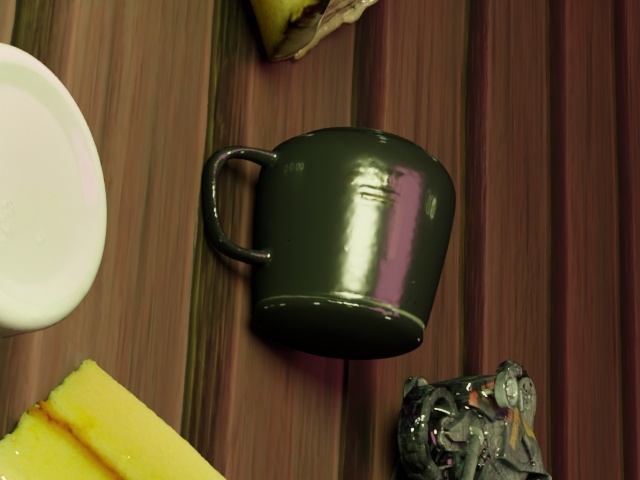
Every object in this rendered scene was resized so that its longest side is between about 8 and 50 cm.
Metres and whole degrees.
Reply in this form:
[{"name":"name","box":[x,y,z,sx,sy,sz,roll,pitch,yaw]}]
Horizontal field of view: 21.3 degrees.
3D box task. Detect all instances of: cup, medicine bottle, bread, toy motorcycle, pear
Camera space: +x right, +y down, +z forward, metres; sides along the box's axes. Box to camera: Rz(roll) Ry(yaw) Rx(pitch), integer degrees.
[{"name":"cup","box":[0.000,0.000,1.419,0.223,0.169,0.176,15,72,-22]},{"name":"medicine bottle","box":[-0.246,-0.003,0.804,0.133,0.274,0.133,32,52,-54]},{"name":"bread","box":[-0.138,0.242,1.186,0.264,0.163,0.167,43,33,0]},{"name":"toy motorcycle","box":[0.153,0.212,1.671,0.307,0.108,0.173,-7,92,-61]},{"name":"pear","box":[-0.003,-0.283,1.475,0.178,0.267,0.267,45,32,2]}]
